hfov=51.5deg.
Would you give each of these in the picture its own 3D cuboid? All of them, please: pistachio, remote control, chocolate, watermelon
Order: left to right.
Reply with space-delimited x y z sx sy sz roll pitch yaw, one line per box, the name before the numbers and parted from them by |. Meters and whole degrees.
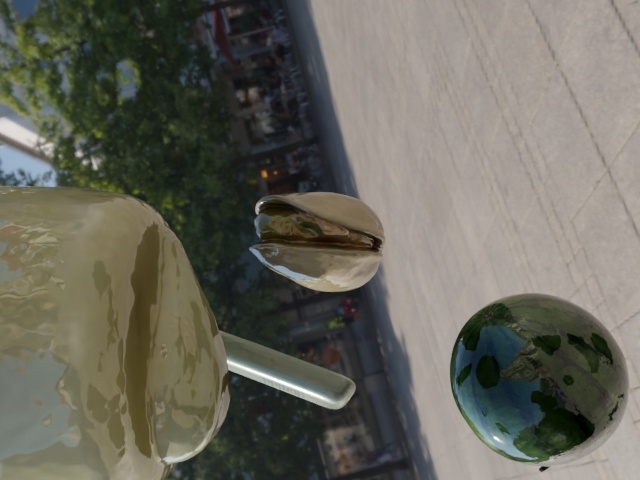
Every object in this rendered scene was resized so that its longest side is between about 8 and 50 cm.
chocolate | -0.240 0.080 0.590 0.314 0.297 0.326 -92 -13 -63
remote control | -0.106 0.147 0.848 0.090 0.310 0.038 90 -160 -67
pistachio | 0.000 0.000 0.888 0.215 0.144 0.144 17 -137 -39
watermelon | 0.245 0.160 0.732 0.214 0.188 0.188 48 -175 -14
